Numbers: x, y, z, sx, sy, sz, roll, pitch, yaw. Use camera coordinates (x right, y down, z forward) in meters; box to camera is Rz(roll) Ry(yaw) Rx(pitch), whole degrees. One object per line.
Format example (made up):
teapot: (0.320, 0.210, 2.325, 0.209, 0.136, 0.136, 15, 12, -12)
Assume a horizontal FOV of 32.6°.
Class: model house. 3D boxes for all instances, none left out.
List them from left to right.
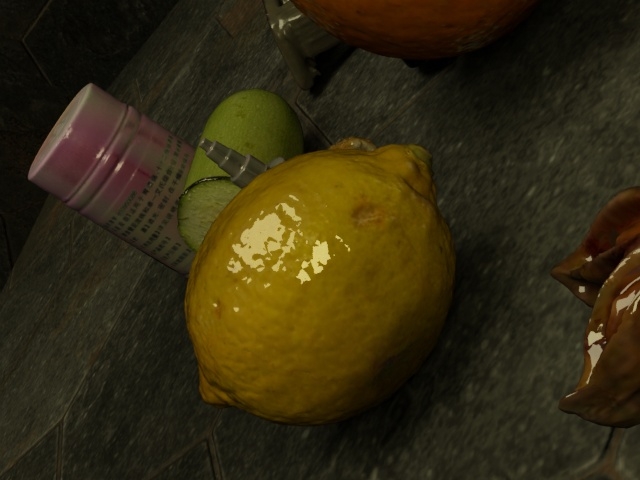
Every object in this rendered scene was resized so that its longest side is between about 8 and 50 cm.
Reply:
model house: (0.006, -0.328, 1.470, 0.188, 0.122, 0.229, -35, 40, 18)

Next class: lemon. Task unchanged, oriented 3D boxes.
lemon: (0.000, 0.033, 0.818, 0.256, 0.188, 0.188, -50, 21, 10)

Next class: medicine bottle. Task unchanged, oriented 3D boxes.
medicine bottle: (-0.227, -0.073, 1.399, 0.152, 0.254, 0.152, -47, 22, 25)
medicine bottle: (-0.022, -0.032, 0.949, 0.057, 0.199, 0.057, -47, 21, 25)

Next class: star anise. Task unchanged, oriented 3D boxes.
star anise: (0.211, -0.006, 0.546, 0.220, 0.099, 0.214, -44, 9, 43)

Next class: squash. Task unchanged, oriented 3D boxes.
squash: (-0.082, -0.092, 1.286, 0.132, 0.132, 0.247, -41, 23, 35)

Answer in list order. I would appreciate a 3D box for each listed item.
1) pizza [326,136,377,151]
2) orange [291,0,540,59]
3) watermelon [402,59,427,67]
pizza: (0.000, 0.000, 1.063, 0.198, 0.062, 0.188, -68, 10, -14)
orange: (0.096, -0.369, 0.943, 0.424, 0.326, 0.423, -155, 90, -88)
watermelon: (0.134, -0.273, 1.185, 0.119, 0.063, 0.245, -3, 48, 43)
